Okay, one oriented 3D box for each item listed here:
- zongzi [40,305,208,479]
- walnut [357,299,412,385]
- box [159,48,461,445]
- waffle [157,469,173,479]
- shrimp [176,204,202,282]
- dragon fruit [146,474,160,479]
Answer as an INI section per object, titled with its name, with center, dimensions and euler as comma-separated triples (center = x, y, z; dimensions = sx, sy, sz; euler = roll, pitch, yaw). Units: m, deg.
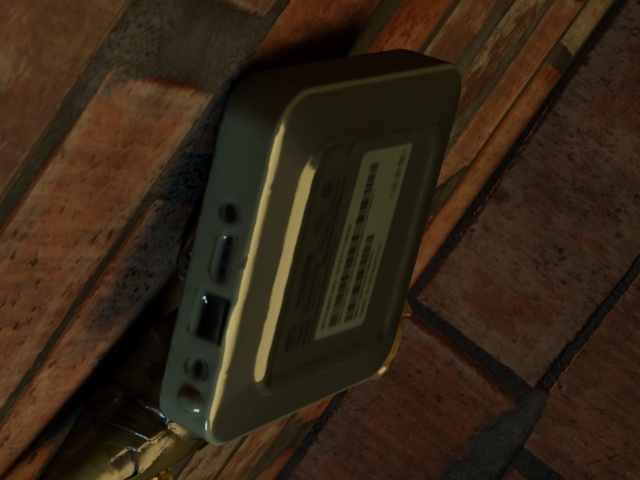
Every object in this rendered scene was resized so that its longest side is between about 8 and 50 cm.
[zongzi]
center = -0.203, 0.217, 2.014
dimensions = 0.289, 0.123, 0.260
euler = -46, 169, -13
[walnut]
center = -0.010, 0.093, 2.285
dimensions = 0.238, 0.204, 0.141
euler = -54, 156, 1
[box]
center = 0.000, 0.000, 1.878
dimensions = 0.373, 0.090, 0.367
euler = -19, 126, -58
[waffle]
center = -0.234, 0.301, 2.342
dimensions = 0.149, 0.051, 0.194
euler = -47, 163, -35
[shrimp]
center = -0.051, -0.057, 1.958
dimensions = 0.290, 0.054, 0.222
euler = -48, 168, -22
[dragon fruit]
center = -0.239, 0.292, 2.093
dimensions = 0.122, 0.092, 0.192
euler = -13, -169, 4
